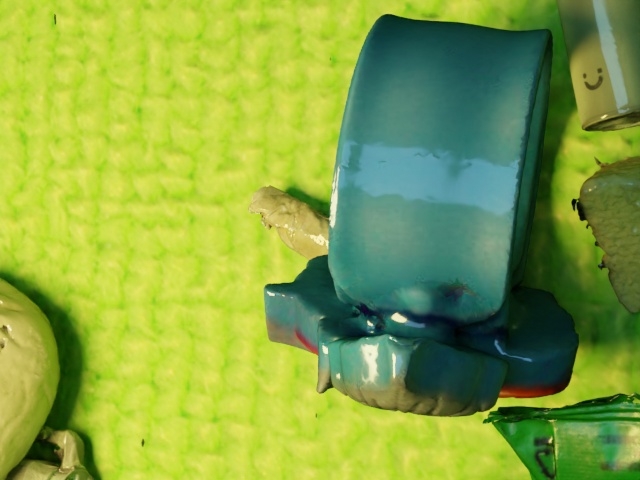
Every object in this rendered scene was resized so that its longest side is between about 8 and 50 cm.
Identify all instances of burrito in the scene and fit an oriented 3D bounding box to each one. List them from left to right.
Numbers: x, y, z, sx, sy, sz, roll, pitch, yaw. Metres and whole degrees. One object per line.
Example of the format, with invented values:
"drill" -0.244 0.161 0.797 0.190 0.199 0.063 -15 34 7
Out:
"burrito" 0.000 0.000 1.144 0.149 0.055 0.041 34 70 25

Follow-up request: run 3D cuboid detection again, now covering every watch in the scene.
"watch" 0.078 -0.022 0.946 0.241 0.305 0.274 9 102 9

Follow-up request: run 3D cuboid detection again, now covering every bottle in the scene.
"bottle" 0.219 -0.190 1.017 0.072 0.072 0.201 -14 83 27

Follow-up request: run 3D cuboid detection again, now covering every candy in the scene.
"candy" 0.205 0.181 0.966 0.141 0.203 0.078 11 58 32

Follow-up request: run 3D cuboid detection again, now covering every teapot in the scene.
"teapot" -0.314 0.233 1.294 0.200 0.077 0.107 3 71 28

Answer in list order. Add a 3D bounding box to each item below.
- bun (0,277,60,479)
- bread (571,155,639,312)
"bun" -0.399 0.136 1.255 0.287 0.146 0.287 -13 58 21
"bread" 0.276 -0.010 0.973 0.147 0.127 0.152 -11 101 27
